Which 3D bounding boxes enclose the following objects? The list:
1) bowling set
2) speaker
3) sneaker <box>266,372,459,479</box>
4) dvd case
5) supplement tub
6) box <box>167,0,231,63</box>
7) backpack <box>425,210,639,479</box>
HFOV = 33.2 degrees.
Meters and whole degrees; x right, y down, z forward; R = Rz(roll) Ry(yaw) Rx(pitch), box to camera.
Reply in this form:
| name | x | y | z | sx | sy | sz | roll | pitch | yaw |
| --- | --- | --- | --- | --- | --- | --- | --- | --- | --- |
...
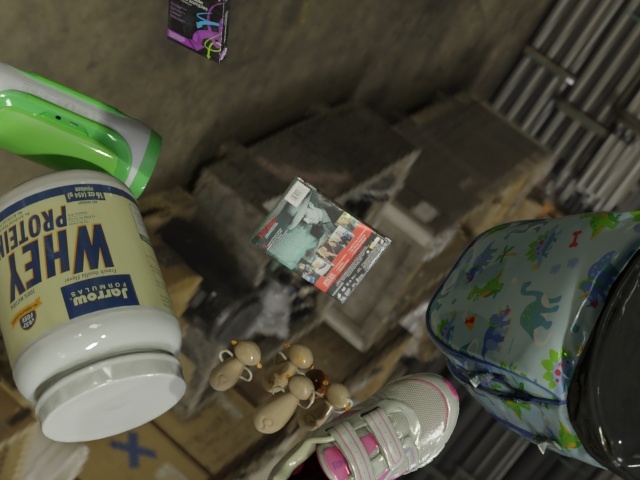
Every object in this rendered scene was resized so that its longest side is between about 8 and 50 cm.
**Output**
| name | x | y | z | sx | sy | sz | roll | pitch | yaw |
| --- | --- | --- | --- | --- | --- | --- | --- | --- | --- |
| bowling set | -0.031 | 0.248 | 1.860 | 0.154 | 0.287 | 0.200 | -47 | 180 | 38 |
| speaker | -0.395 | -0.167 | 1.620 | 0.131 | 0.296 | 0.131 | -54 | -157 | 35 |
| sneaker | 0.045 | 0.237 | 1.186 | 0.252 | 0.103 | 0.111 | -37 | 168 | 5 |
| dvd case | 0.000 | 0.000 | 1.107 | 0.087 | 0.119 | 0.013 | -53 | -168 | 15 |
| supplement tub | -0.330 | 0.091 | 1.500 | 0.235 | 0.325 | 0.235 | -19 | 155 | -9 |
| box | -0.220 | -0.405 | 1.931 | 0.029 | 0.116 | 0.162 | -54 | 166 | -37 |
| backpack | 0.282 | 0.100 | 1.205 | 0.290 | 0.273 | 0.355 | -59 | -176 | -10 |
